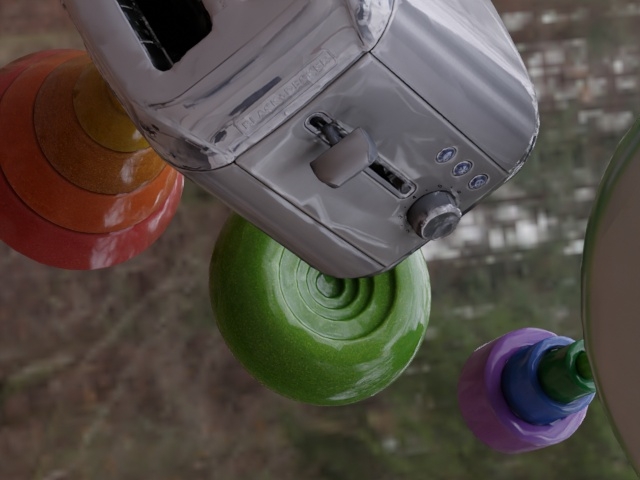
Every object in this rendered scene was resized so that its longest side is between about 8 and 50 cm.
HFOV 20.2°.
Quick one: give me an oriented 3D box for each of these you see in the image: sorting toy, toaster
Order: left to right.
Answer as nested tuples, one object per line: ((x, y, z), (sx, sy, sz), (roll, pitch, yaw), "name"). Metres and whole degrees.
((-0.021, -0.101, 0.710), (0.146, 0.129, 0.227), (31, 26, -57), "toaster")
((0.000, 0.000, 0.914), (0.126, 0.365, 0.127), (-36, -152, 62), "sorting toy")

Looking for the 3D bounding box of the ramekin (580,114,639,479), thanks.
((0.250, 0.021, 0.704), (0.303, 0.148, 0.303), (17, -59, 31), "ramekin")
